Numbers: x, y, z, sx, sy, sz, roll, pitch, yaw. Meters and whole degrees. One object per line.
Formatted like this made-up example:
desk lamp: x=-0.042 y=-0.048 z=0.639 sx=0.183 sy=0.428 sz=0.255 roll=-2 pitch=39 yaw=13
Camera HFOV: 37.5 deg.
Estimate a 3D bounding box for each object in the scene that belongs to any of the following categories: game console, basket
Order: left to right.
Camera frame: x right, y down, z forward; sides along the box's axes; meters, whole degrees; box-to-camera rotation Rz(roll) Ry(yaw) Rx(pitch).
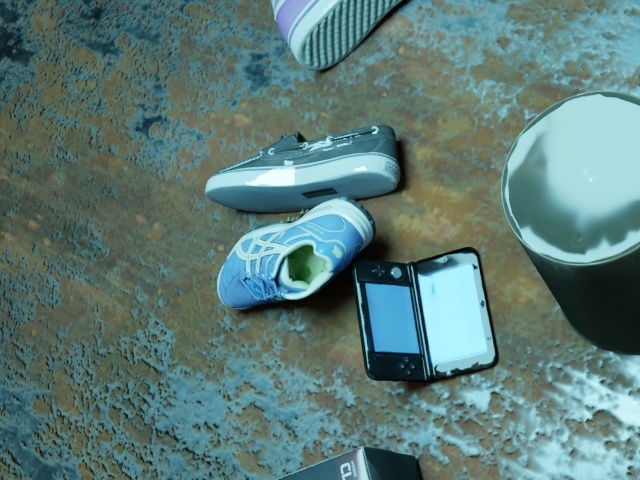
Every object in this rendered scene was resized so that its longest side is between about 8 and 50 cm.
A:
game console: x=0.096 y=0.067 z=0.898 sx=0.071 sy=0.107 sz=0.122 roll=-39 pitch=51 yaw=51
basket: x=0.243 y=-0.015 z=0.730 sx=0.204 sy=0.227 sz=0.154 roll=-34 pitch=59 yaw=19

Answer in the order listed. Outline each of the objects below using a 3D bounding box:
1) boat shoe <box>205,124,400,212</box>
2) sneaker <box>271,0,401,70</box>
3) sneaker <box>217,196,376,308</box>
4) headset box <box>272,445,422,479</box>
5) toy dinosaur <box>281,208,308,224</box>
boat shoe: x=-0.020 y=-0.084 z=1.021 sx=0.229 sy=0.080 sz=0.076 roll=-8 pitch=64 yaw=30
sneaker: x=0.050 y=-0.337 z=1.046 sx=0.282 sy=0.102 sz=0.161 roll=-36 pitch=55 yaw=19
sneaker: x=-0.041 y=0.024 z=0.968 sx=0.211 sy=0.080 sz=0.081 roll=-31 pitch=15 yaw=40
headset box: x=-0.006 y=0.329 z=0.850 sx=0.293 sy=0.110 sz=0.218 roll=-28 pitch=61 yaw=23
toy dinosaur: x=0.000 y=0.000 z=1.015 sx=0.082 sy=0.047 sz=0.090 roll=45 pitch=134 yaw=26
